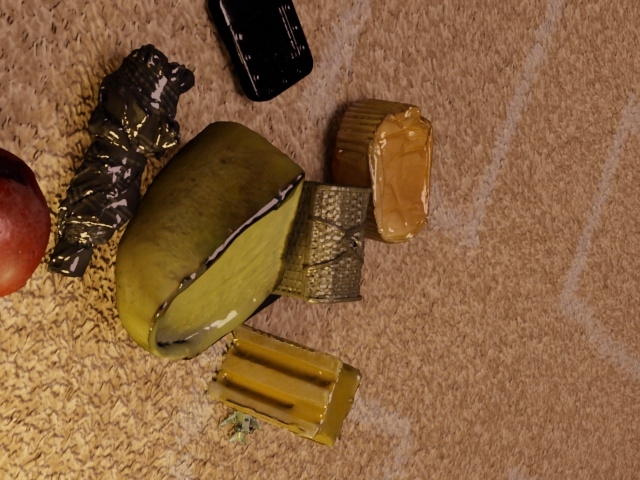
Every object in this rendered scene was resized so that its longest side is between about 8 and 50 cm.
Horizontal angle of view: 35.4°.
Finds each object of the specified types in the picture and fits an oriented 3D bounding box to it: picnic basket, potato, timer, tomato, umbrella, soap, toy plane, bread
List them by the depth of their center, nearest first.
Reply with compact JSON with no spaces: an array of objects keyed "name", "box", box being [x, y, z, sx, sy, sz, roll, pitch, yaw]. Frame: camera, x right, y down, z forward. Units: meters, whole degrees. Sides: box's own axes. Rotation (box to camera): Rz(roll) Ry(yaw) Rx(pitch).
[{"name":"tomato","box":[-0.423,-0.029,1.188,0.208,0.208,0.184,0,114,-46]},{"name":"umbrella","box":[-0.275,-0.104,1.373,0.128,0.154,0.336,23,77,-5]},{"name":"potato","box":[-0.201,0.007,1.434,0.280,0.213,0.330,-39,160,-28]},{"name":"timer","box":[-0.094,-0.324,1.587,0.144,0.055,0.187,-40,120,-36]},{"name":"soap","box":[-0.058,0.228,1.598,0.076,0.233,0.135,38,71,-52]},{"name":"picnic basket","box":[0.000,0.000,1.665,0.134,0.154,0.196,3,93,-48]},{"name":"toy plane","box":[-0.130,0.302,1.680,0.080,0.033,0.083,13,88,-32]},{"name":"bread","box":[0.107,-0.124,1.769,0.179,0.133,0.250,-23,115,-43]}]

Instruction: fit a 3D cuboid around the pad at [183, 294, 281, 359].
[{"name":"pad","box":[-0.153,0.063,1.632,0.267,0.004,0.181,-33,120,-37]}]
